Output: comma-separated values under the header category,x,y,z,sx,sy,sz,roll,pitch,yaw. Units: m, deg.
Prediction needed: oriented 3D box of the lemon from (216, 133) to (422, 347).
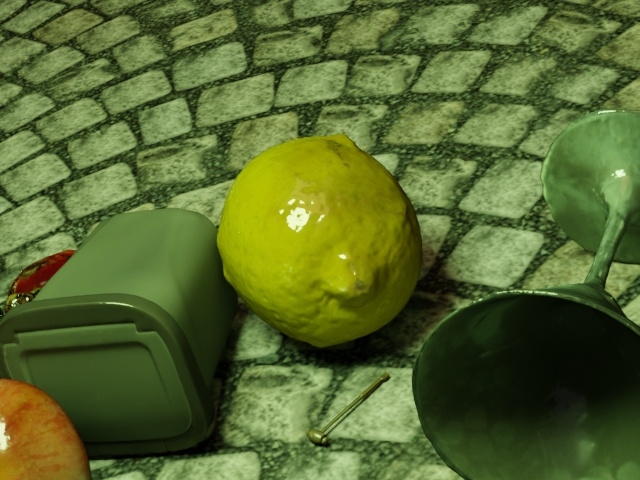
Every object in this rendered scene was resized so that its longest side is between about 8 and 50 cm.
category,x,y,z,sx,sy,sz,roll,pitch,yaw
lemon,0.000,0.000,1.704,0.233,0.233,0.288,-25,30,-10

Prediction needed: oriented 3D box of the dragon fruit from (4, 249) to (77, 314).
category,x,y,z,sx,sy,sz,roll,pitch,yaw
dragon fruit,-0.329,0.076,1.795,0.125,0.125,0.246,-13,-2,2

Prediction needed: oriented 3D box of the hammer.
category,x,y,z,sx,sy,sz,roll,pitch,yaw
hammer,0.033,0.180,1.620,0.029,0.014,0.123,26,52,36

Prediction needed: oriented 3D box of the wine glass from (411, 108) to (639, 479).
category,x,y,z,sx,sy,sz,roll,pitch,yaw
wine glass,0.273,0.046,1.498,0.267,0.267,0.406,-1,34,24

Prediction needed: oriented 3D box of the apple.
category,x,y,z,sx,sy,sz,roll,pitch,yaw
apple,-0.338,0.246,1.535,0.209,0.209,0.164,-13,-6,8

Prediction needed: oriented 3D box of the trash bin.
category,x,y,z,sx,sy,sz,roll,pitch,yaw
trash bin,-0.212,0.096,1.684,0.219,0.219,0.250,-4,30,16

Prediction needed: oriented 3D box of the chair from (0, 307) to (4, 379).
category,x,y,z,sx,sy,sz,roll,pitch,yaw
chair,-0.434,0.156,1.760,0.158,0.172,0.247,-25,41,-8
